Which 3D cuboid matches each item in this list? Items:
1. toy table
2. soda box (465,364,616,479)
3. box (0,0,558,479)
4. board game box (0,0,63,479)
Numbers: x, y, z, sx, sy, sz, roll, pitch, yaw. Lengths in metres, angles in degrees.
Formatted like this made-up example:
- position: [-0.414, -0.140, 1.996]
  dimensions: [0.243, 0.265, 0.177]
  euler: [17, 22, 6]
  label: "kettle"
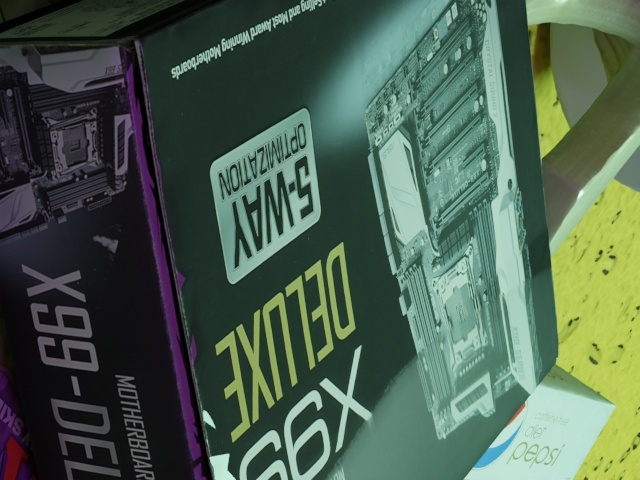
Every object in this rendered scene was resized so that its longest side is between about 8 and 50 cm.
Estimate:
- position: [0.176, -0.100, 0.775]
  dimensions: [0.161, 0.252, 0.274]
  euler: [-39, 150, -42]
  label: "toy table"
- position: [0.102, 0.105, 1.000]
  dimensions: [0.216, 0.069, 0.074]
  euler: [19, 103, -56]
  label: "soda box"
- position: [0.000, 0.000, 0.626]
  dimensions: [0.307, 0.077, 0.242]
  euler: [-37, 124, -55]
  label: "box"
- position: [-0.097, 0.026, 0.579]
  dimensions: [0.208, 0.056, 0.346]
  euler: [-65, 145, -31]
  label: "board game box"
